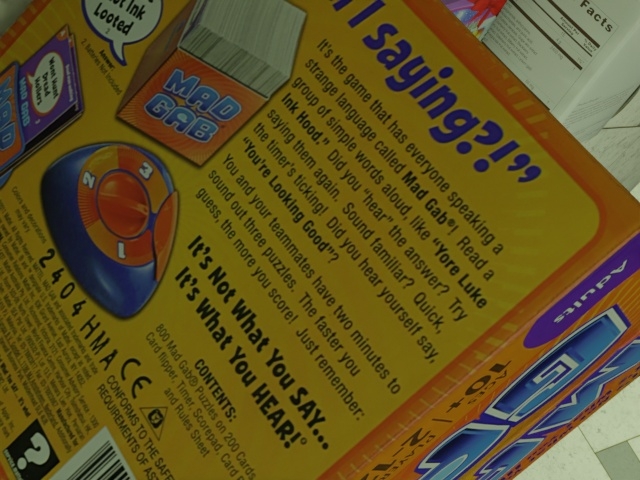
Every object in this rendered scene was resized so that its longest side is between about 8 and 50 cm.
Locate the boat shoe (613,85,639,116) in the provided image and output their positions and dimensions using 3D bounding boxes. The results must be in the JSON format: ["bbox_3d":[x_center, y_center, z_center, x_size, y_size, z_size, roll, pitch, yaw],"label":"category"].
[{"bbox_3d":[0.355,-0.223,1.369,0.355,0.132,0.130,-37,163,-15],"label":"boat shoe"}]

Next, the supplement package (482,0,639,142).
[{"bbox_3d":[0.288,-0.254,1.064,0.177,0.175,0.293,-23,156,-41],"label":"supplement package"}]

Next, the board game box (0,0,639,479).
[{"bbox_3d":[-0.005,0.013,0.664,0.356,0.356,0.356,-43,154,13],"label":"board game box"}]

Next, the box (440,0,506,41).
[{"bbox_3d":[0.051,-0.172,0.963,0.293,0.057,0.201,-27,158,-37],"label":"box"}]
